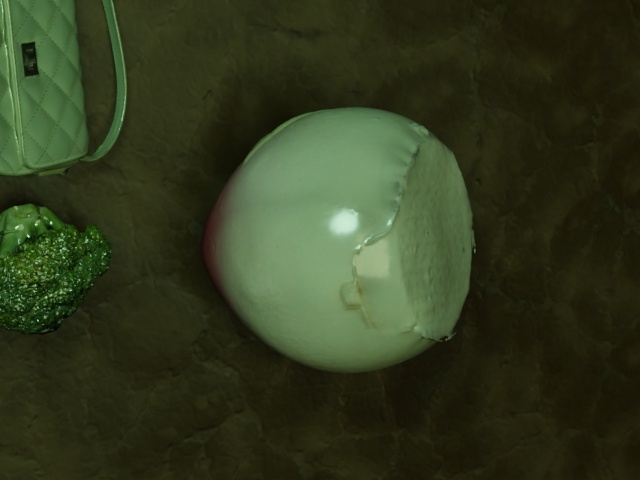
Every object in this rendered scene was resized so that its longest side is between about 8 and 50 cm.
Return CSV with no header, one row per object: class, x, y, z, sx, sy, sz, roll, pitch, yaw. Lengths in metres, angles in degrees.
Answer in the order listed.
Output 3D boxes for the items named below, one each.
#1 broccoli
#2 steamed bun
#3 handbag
broccoli,-0.300,0.031,1.625,0.162,0.146,0.138,-14,78,-5
steamed bun,0.000,0.000,1.683,0.309,0.309,0.309,-6,107,-22
handbag,-0.284,-0.192,1.569,0.219,0.079,0.256,-17,107,-47
